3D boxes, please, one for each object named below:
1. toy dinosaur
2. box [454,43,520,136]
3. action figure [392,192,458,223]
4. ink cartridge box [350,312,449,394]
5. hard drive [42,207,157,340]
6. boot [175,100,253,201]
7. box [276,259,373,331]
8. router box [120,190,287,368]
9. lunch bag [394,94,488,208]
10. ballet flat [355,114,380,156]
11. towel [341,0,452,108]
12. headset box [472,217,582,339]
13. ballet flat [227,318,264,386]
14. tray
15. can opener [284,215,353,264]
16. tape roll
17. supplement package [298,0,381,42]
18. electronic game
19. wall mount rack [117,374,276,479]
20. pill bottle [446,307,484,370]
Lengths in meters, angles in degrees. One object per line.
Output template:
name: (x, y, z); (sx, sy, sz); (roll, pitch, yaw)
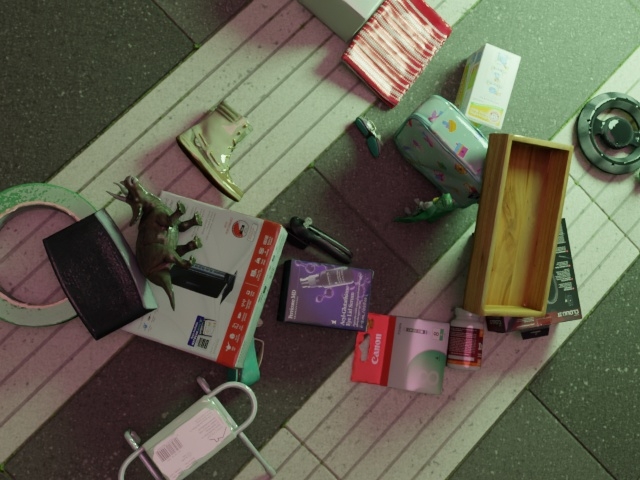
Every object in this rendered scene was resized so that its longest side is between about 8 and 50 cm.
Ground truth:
toy dinosaur: (-0.349, 0.007, 1.616); (0.160, 0.121, 0.313); (-14, 81, 17)
box: (0.421, -0.381, 1.891); (0.103, 0.114, 0.203); (19, 82, -11)
action figure: (0.269, -0.079, 1.773); (0.137, 0.232, 0.063); (-11, 87, -13)
ink cartridge box: (0.200, 0.277, 1.820); (0.225, 0.056, 0.181); (10, 83, -12)
hard drive: (-0.486, 0.074, 1.606); (0.172, 0.054, 0.254); (-28, 89, -4)
boot: (-0.219, -0.214, 1.765); (0.165, 0.077, 0.213); (-42, 91, -14)
box: (0.009, 0.133, 1.764); (0.207, 0.108, 0.153); (7, 84, -11)
router box: (-0.271, 0.089, 1.674); (0.301, 0.082, 0.335); (16, 81, 10)
lunch bag: (0.315, -0.204, 1.804); (0.108, 0.224, 0.279); (-43, 88, -17)
ballet flat: (0.131, -0.268, 1.862); (0.041, 0.041, 0.114); (-30, 92, -13)
towel: (0.199, -0.502, 1.877); (0.199, 0.031, 0.275); (41, 79, -20)
headset box: (0.527, 0.103, 1.872); (0.218, 0.110, 0.293); (-9, 87, -12)
ballet flat: (-0.178, 0.224, 1.741); (0.087, 0.083, 0.247); (1, 84, -36)
tray: (0.457, -0.031, 1.709); (0.203, 0.076, 0.410); (5, 96, -28)
can opener: (0.000, 0.000, 1.808); (0.186, 0.073, 0.059); (26, 42, -11)
tape roll: (-0.632, 0.034, 1.656); (0.321, 0.077, 0.321); (1, 86, -12)
supplement package: (0.106, -0.675, 1.821); (0.177, 0.175, 0.293); (40, 78, -8)
electronic game: (0.803, -0.292, 1.997); (0.229, 0.048, 0.229); (1, 84, -10)
wall mount rack: (-0.269, 0.489, 1.671); (0.350, 0.130, 0.304); (-37, 89, -12)
pill bottle: (0.364, 0.246, 1.838); (0.086, 0.086, 0.152); (7, 84, -11)
